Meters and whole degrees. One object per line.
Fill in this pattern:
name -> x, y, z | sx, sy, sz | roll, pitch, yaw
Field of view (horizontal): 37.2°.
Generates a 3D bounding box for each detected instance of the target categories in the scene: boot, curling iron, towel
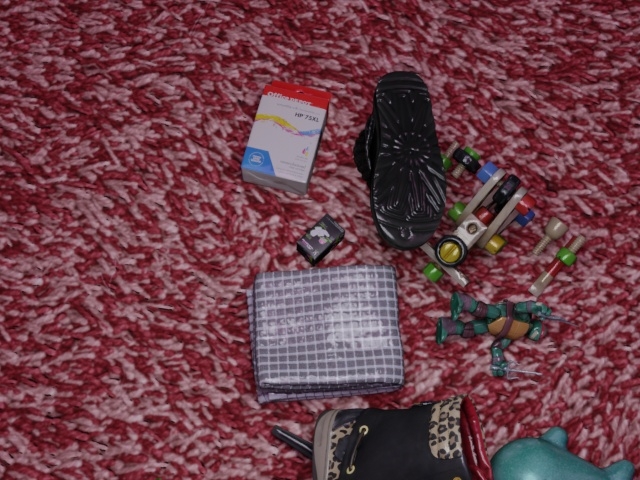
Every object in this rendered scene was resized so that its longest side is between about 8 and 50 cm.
boot -> 0.138, -0.110, 1.756 | 0.131, 0.260, 0.347 | 6, 67, -7
curling iron -> 0.038, 0.398, 1.722 | 0.274, 0.035, 0.068 | 22, 76, 5
boot -> 0.134, 0.437, 1.552 | 0.284, 0.138, 0.377 | -18, 57, 26
towel -> 0.007, 0.167, 1.746 | 0.284, 0.121, 0.235 | -4, 73, -2

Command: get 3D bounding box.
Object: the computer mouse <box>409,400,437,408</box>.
computer mouse -> 0.214, 0.385, 1.725 | 0.106, 0.042, 0.192 | 0, 73, -2

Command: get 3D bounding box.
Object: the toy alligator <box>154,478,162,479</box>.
toy alligator -> -0.287, 0.518, 1.676 | 0.051, 0.056, 0.189 | 20, 69, -37

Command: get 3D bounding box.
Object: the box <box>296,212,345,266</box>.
box -> 0.000, 0.000, 1.826 | 0.083, 0.062, 0.052 | -43, 80, -13

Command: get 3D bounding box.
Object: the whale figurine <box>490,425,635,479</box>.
whale figurine -> 0.427, 0.432, 1.663 | 0.272, 0.141, 0.216 | 3, 73, -1

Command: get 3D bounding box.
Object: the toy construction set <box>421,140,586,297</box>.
toy construction set -> 0.315, 0.006, 1.781 | 0.309, 0.257, 0.237 | 37, 94, -13

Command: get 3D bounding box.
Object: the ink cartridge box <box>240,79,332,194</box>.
ink cartridge box -> -0.063, -0.219, 1.882 | 0.134, 0.078, 0.231 | 13, 73, 3

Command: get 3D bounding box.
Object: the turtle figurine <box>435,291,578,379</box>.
turtle figurine -> 0.342, 0.164, 1.759 | 0.234, 0.118, 0.175 | 12, 115, -9
